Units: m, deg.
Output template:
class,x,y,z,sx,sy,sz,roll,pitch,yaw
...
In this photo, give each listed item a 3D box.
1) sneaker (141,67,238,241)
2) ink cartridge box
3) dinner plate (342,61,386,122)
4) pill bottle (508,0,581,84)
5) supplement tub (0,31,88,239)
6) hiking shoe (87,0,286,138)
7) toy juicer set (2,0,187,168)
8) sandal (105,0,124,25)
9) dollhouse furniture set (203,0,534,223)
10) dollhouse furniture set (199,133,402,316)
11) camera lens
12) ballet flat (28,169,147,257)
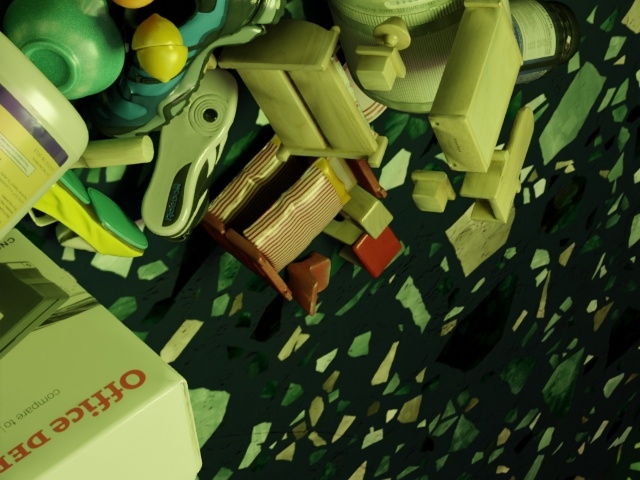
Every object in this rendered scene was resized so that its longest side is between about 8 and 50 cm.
class,x,y,z,sx,sy,sz,roll,pitch,yaw
sneaker,-0.160,-0.104,1.980,0.121,0.079,0.217,63,49,-81
ink cartridge box,-0.357,0.162,1.673,0.285,0.395,0.166,-35,143,-26
dinner plate,0.061,-0.217,2.183,0.141,0.017,0.141,-31,140,-30
pill bottle,0.261,-0.276,2.221,0.219,0.123,0.123,-15,132,-44
supplement tub,-0.414,-0.062,1.538,0.331,0.241,0.241,-47,147,-9
hiking shoe,-0.178,-0.225,1.751,0.132,0.113,0.304,14,137,-43
toy juicer set,-0.238,-0.196,1.684,0.089,0.209,0.329,-72,171,-49
sandal,-0.246,-0.256,1.745,0.072,0.049,0.180,-37,160,-43
dollhouse furniture set,0.048,-0.183,1.915,0.303,0.355,0.174,59,44,-51
dollhouse furniture set,0.000,0.000,2.183,0.201,0.152,0.374,-48,147,-7
camera lens,0.119,-0.309,1.981,0.219,0.219,0.274,-43,146,-16
ballet flat,-0.292,-0.033,1.882,0.077,0.077,0.231,-33,145,8
